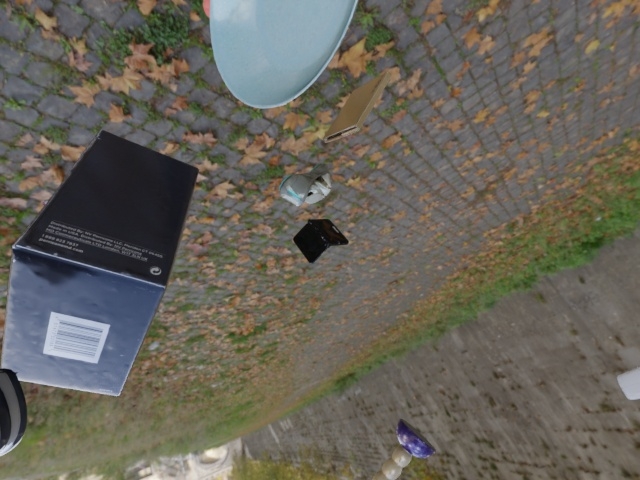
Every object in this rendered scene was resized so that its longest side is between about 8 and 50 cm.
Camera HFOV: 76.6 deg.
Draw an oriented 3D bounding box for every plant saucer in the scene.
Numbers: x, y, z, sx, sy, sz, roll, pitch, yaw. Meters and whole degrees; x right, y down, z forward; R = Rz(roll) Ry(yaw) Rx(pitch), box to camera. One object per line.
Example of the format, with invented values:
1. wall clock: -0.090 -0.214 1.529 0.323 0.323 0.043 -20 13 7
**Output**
1. plant saucer: -0.027 -0.210 0.343 0.037 0.195 0.195 -7 155 -47

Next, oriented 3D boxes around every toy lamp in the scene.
1. toy lamp: 0.067 0.412 0.631 0.275 0.080 0.080 -51 160 -6

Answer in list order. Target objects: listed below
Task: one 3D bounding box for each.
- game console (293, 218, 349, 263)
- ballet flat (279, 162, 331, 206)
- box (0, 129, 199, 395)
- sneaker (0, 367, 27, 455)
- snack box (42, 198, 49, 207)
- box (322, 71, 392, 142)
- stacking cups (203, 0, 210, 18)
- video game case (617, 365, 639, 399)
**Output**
1. game console: 0.000 0.000 1.126 0.107 0.122 0.071 -4 128 -33
2. ballet flat: -0.015 -0.111 0.842 0.072 0.068 0.213 -58 171 26
3. box: -0.343 0.036 0.661 0.182 0.294 0.296 20 127 -22
4. sneaker: -0.439 0.146 0.408 0.099 0.282 0.153 -59 172 -8
5. snack box: -0.594 -0.091 1.016 0.100 0.037 0.141 5 -165 21
6. box: 0.099 -0.369 1.134 0.021 0.201 0.164 38 161 -25
7. stacking cups: -0.131 -0.439 0.785 0.096 0.316 0.096 -23 135 -25
8. video game case: 0.276 0.047 0.212 0.173 0.022 0.190 -20 151 13
